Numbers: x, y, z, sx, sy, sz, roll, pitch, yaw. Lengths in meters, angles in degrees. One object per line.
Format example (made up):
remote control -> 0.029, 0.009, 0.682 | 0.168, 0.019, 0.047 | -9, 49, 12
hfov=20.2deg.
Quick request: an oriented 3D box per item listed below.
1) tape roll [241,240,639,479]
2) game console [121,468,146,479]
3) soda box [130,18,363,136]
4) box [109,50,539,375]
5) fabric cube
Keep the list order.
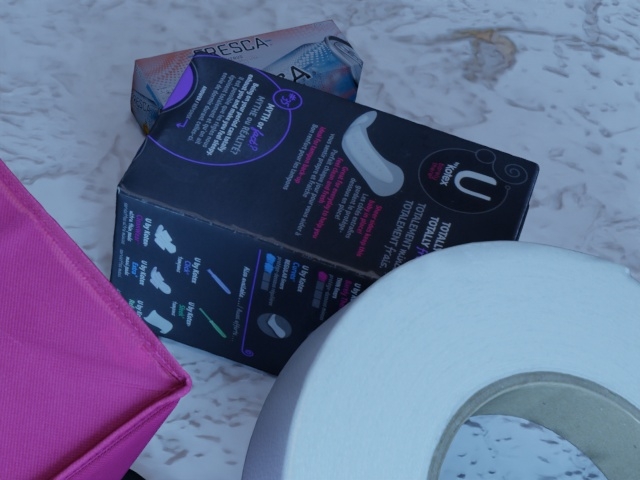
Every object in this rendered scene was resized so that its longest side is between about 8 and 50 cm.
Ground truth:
tape roll -> 0.137, 0.188, 1.094 | 0.392, 0.072, 0.392 | 11, 63, -24
game console -> -0.186, 0.316, 1.025 | 0.386, 0.060, 0.342 | -22, 55, -29
soda box -> -0.061, -0.126, 1.472 | 0.183, 0.058, 0.063 | -15, 51, -23
box -> 0.000, 0.000, 1.303 | 0.270, 0.143, 0.165 | 19, 48, 6
fabric cube -> -0.270, 0.101, 0.969 | 0.254, 0.258, 0.259 | -35, 81, -37
